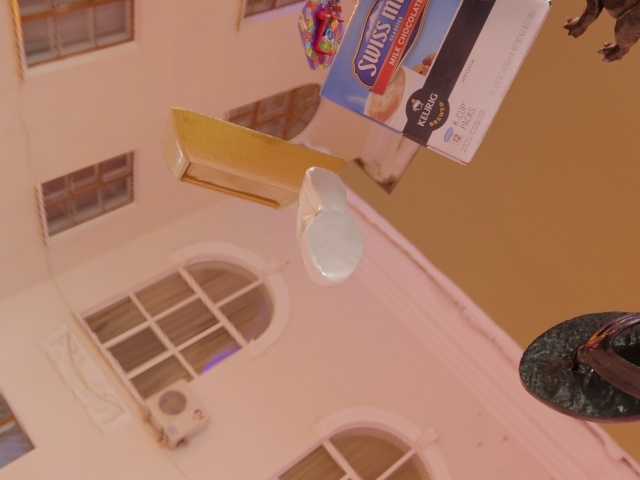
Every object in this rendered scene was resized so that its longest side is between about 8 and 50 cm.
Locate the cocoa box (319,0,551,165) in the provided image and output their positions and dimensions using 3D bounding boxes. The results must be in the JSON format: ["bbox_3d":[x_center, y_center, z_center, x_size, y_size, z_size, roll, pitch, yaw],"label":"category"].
[{"bbox_3d":[0.175,-0.276,1.019,0.228,0.347,0.231,27,-72,7],"label":"cocoa box"}]

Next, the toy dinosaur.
[{"bbox_3d":[0.404,-0.299,0.851,0.160,0.121,0.314,85,-16,-69],"label":"toy dinosaur"}]

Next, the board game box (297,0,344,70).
[{"bbox_3d":[0.016,-0.438,1.427,0.033,0.133,0.169,22,-34,34],"label":"board game box"}]

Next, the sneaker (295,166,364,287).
[{"bbox_3d":[0.000,0.000,0.890,0.212,0.080,0.094,-93,-154,-50],"label":"sneaker"}]

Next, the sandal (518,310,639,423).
[{"bbox_3d":[0.485,0.153,0.892,0.445,0.168,0.107,-2,-40,28],"label":"sandal"}]

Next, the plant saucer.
[{"bbox_3d":[-0.155,-0.141,1.351,0.333,0.332,0.081,165,-60,-73],"label":"plant saucer"}]
